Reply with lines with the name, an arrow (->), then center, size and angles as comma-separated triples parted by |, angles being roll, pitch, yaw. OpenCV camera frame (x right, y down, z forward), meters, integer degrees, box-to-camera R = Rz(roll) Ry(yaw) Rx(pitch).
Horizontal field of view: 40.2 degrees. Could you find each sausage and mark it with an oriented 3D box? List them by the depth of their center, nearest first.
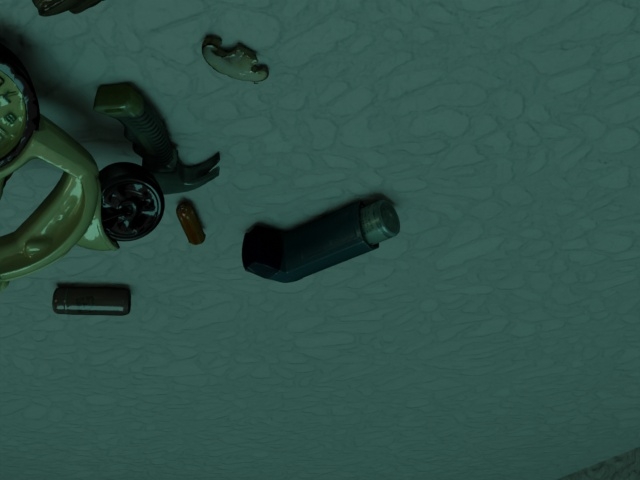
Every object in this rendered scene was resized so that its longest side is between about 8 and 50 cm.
sausage -> -0.213, -0.031, 1.420 | 0.031, 0.031, 0.107 | -4, 149, 6

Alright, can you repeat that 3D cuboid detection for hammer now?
hammer -> -0.238, -0.135, 1.227 | 0.158, 0.041, 0.226 | -7, 149, 10

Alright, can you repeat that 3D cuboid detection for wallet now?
wallet -> -0.215, -0.273, 0.899 | 0.118, 0.153, 0.039 | -18, 109, 34

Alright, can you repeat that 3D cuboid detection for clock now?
clock -> -0.408, -0.079, 1.120 | 0.276, 0.120, 0.379 | -42, 123, 1

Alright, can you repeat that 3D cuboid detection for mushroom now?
mushroom -> -0.107, -0.225, 1.097 | 0.049, 0.019, 0.101 | -26, 144, 38

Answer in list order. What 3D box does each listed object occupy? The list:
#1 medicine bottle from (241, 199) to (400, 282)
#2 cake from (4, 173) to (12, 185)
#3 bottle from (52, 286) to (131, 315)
medicine bottle -> 0.000, 0.000, 1.432 | 0.258, 0.079, 0.124 | -21, 144, 30
cake -> -0.549, -0.116, 1.153 | 0.287, 0.098, 0.135 | 11, 116, -25
bottle -> -0.429, 0.114, 1.645 | 0.140, 0.053, 0.053 | 2, 150, -4
